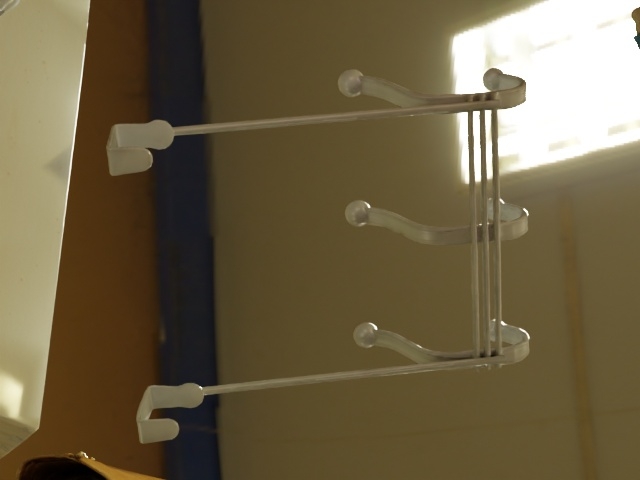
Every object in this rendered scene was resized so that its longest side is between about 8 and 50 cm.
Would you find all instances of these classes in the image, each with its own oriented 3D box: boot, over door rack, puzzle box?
[{"bbox_3d":[-0.191,0.319,1.593,0.295,0.211,0.104,8,-109,18],"label":"boot"},{"bbox_3d":[0.000,0.000,1.061,0.108,0.324,0.240,-130,-148,-64],"label":"over door rack"},{"bbox_3d":[-0.290,-0.082,0.904,0.052,0.272,0.409,-38,-141,36],"label":"puzzle box"}]

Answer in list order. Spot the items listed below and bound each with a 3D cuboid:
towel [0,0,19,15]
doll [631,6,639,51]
[{"bbox_3d":[-0.181,-0.281,0.684,0.235,0.284,0.121,-36,-141,5],"label":"towel"},{"bbox_3d":[0.328,-0.178,1.195,0.129,0.046,0.189,25,-61,23],"label":"doll"}]
